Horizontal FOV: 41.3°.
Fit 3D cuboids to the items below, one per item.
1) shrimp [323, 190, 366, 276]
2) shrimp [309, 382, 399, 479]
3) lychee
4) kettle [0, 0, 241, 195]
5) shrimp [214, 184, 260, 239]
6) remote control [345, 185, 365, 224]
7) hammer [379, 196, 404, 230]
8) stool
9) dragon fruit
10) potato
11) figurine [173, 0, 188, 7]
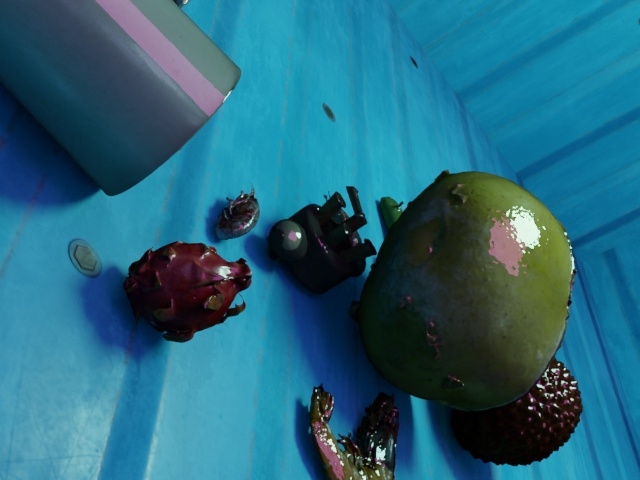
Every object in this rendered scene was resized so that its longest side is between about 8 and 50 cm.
[{"bbox_3d":[0.040,-0.013,1.717,0.073,0.075,0.190,-9,76,-31],"label":"shrimp"},{"bbox_3d":[0.057,0.310,1.398,0.222,0.054,0.290,54,28,-14],"label":"shrimp"},{"bbox_3d":[0.396,0.336,1.794,0.276,0.304,0.275,6,90,-72],"label":"lychee"},{"bbox_3d":[-0.327,-0.291,1.137,0.376,0.250,0.361,47,7,-23],"label":"kettle"},{"bbox_3d":[-0.133,-0.049,1.424,0.165,0.065,0.056,-79,166,-63],"label":"shrimp"},{"bbox_3d":[0.067,-0.068,1.555,0.034,0.016,0.091,47,19,-38],"label":"remote control"},{"bbox_3d":[0.206,0.013,1.980,0.206,0.119,0.335,39,25,-43],"label":"hammer"},{"bbox_3d":[0.004,0.008,1.530,0.153,0.139,0.228,57,21,0],"label":"stool"},{"bbox_3d":[-0.174,0.065,1.120,0.133,0.166,0.136,107,-34,-57],"label":"dragon fruit"},{"bbox_3d":[0.228,0.069,1.580,0.319,0.385,0.442,32,73,-40],"label":"potato"},{"bbox_3d":[-0.294,-0.500,1.579,0.146,0.081,0.098,53,25,-18],"label":"figurine"}]
